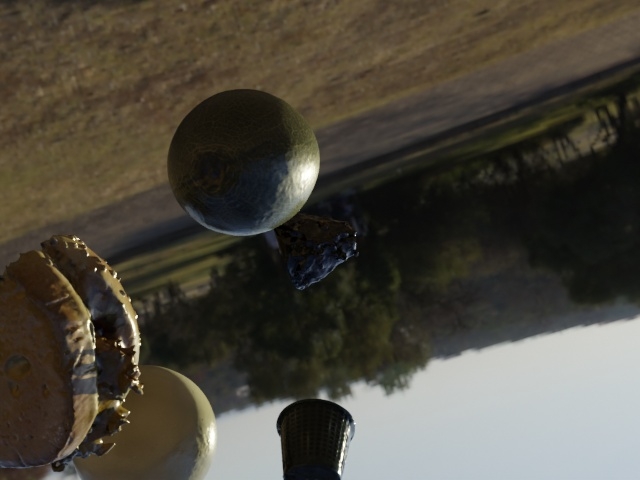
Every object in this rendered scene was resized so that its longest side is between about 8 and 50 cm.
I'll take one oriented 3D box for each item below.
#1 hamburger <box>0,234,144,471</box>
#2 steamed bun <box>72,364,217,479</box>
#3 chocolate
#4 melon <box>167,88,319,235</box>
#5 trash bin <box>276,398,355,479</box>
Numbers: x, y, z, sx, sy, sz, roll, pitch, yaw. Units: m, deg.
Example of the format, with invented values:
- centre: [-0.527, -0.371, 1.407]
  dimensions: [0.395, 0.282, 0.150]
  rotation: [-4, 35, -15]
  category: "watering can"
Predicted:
- centre: [-0.427, 0.219, 1.662]
  dimensions: [0.445, 0.287, 0.268]
  rotation: [-56, 172, 31]
  category: "hamburger"
- centre: [-0.382, 0.422, 2.186]
  dimensions: [0.324, 0.324, 0.206]
  rotation: [-17, 147, -8]
  category: "steamed bun"
- centre: [0.000, 0.000, 1.823]
  dimensions: [0.133, 0.156, 0.156]
  rotation: [-17, 176, 5]
  category: "chocolate"
- centre: [-0.123, -0.130, 1.661]
  dimensions: [0.238, 0.237, 0.302]
  rotation: [-19, -175, 18]
  category: "melon"
- centre: [-0.013, 0.446, 2.125]
  dimensions: [0.175, 0.175, 0.161]
  rotation: [-19, -146, 16]
  category: "trash bin"
